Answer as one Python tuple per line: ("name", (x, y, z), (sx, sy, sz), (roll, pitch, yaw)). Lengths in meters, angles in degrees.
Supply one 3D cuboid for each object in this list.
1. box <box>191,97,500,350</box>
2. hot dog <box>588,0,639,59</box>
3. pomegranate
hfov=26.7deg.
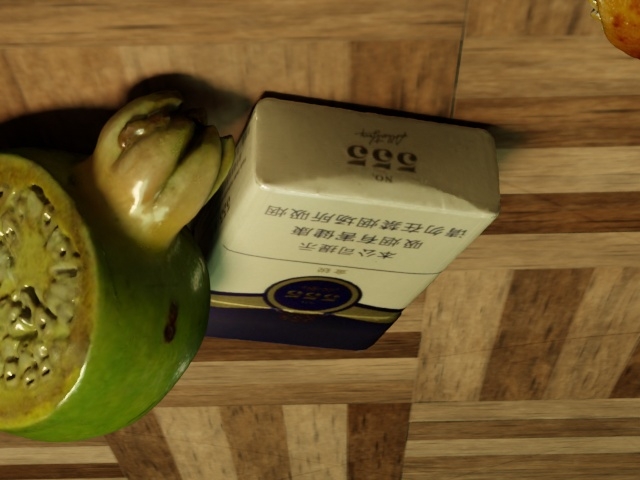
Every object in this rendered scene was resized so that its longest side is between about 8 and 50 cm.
("box", (0.000, 0.000, 0.945), (0.168, 0.071, 0.259), (6, 153, -15))
("hot dog", (0.253, -0.152, 0.623), (0.163, 0.081, 0.270), (17, 148, -37))
("pomegranate", (-0.150, 0.009, 0.881), (0.190, 0.240, 0.159), (19, -170, 34))
